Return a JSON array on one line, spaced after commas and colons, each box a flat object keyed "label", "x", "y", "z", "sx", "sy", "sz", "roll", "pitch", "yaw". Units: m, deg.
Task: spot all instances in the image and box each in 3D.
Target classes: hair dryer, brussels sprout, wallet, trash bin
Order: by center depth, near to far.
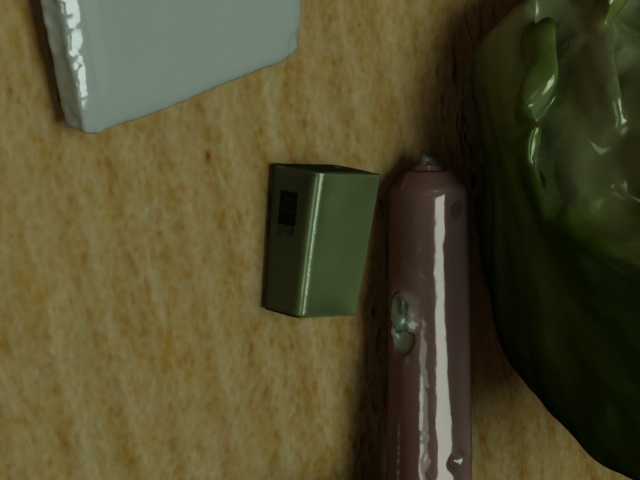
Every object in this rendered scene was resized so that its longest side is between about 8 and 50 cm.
[{"label": "wallet", "x": -0.084, "y": -0.141, "z": 1.051, "sx": 0.183, "sy": 0.032, "sz": 0.124, "roll": -28, "pitch": 117, "yaw": -42}, {"label": "trash bin", "x": 0.000, "y": 0.000, "z": 1.156, "sx": 0.061, "sy": 0.043, "sz": 0.092, "roll": -1, "pitch": 99, "yaw": -46}, {"label": "hair dryer", "x": 0.052, "y": 0.117, "z": 1.200, "sx": 0.210, "sy": 0.125, "sz": 0.352, "roll": 2, "pitch": 86, "yaw": -45}, {"label": "brussels sprout", "x": 0.248, "y": -0.004, "z": 1.229, "sx": 0.276, "sy": 0.371, "sz": 0.315, "roll": -26, "pitch": 155, "yaw": -12}]
